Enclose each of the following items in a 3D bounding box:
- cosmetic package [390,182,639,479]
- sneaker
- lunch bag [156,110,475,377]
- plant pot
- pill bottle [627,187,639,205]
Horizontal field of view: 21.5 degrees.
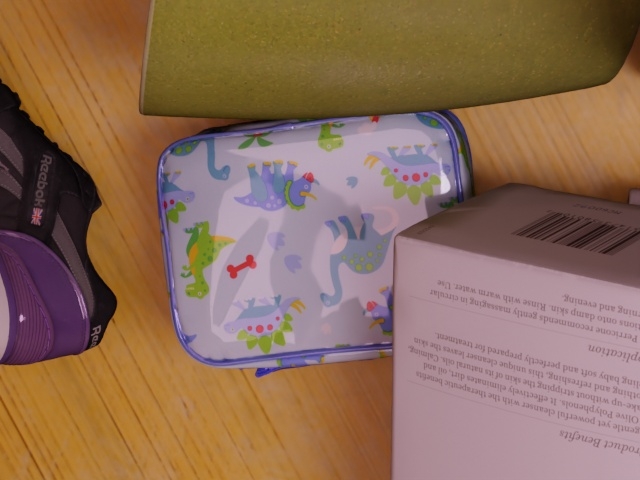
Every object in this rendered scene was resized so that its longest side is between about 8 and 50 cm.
[{"bbox_3d":[0.157,0.167,1.067,0.197,0.155,0.366,14,113,33],"label":"cosmetic package"},{"bbox_3d":[-0.228,-0.044,1.210,0.107,0.124,0.283,-35,66,50],"label":"sneaker"},{"bbox_3d":[0.000,0.000,1.168,0.219,0.090,0.176,-7,94,10],"label":"lunch bag"},{"bbox_3d":[0.052,-0.189,1.068,0.293,0.275,0.275,10,98,-4],"label":"plant pot"},{"bbox_3d":[0.291,0.012,1.111,0.180,0.108,0.108,3,97,10],"label":"pill bottle"}]
